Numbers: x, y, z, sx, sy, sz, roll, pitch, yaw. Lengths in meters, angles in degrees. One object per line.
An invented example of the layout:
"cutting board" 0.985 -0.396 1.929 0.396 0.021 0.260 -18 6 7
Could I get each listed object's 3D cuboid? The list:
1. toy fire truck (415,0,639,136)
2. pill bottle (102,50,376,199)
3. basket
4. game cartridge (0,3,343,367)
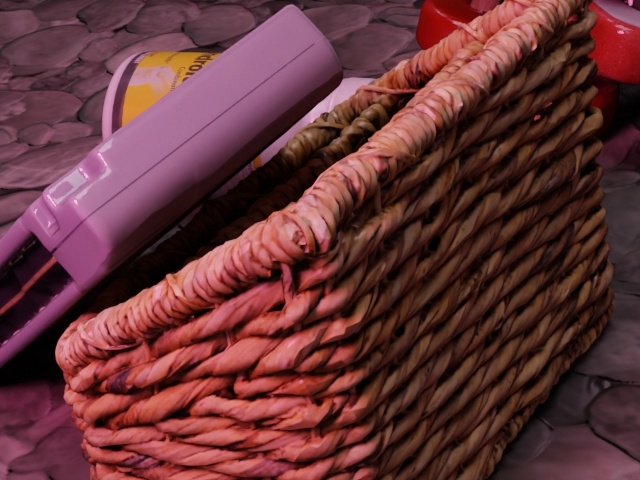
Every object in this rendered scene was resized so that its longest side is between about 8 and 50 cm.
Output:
"toy fire truck" 0.229 -0.187 1.118 0.253 0.169 0.302 1 27 -21
"pill bottle" -0.049 -0.077 1.039 0.184 0.103 0.103 4 33 21
"basket" 0.000 0.000 0.777 0.213 0.223 0.299 12 37 32
"game cartridge" -0.105 -0.021 0.838 0.196 0.060 0.294 -46 6 -31
